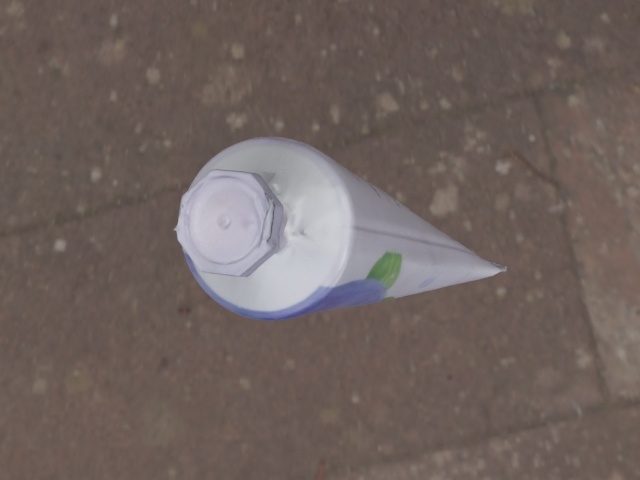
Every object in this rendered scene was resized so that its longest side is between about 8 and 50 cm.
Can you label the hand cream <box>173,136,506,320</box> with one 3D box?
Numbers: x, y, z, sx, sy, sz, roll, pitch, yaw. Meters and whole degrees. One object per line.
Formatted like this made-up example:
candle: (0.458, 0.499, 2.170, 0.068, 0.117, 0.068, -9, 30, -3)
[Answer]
hand cream: (0.000, 0.000, 0.462, 0.084, 0.142, 0.053, 14, 90, 22)
